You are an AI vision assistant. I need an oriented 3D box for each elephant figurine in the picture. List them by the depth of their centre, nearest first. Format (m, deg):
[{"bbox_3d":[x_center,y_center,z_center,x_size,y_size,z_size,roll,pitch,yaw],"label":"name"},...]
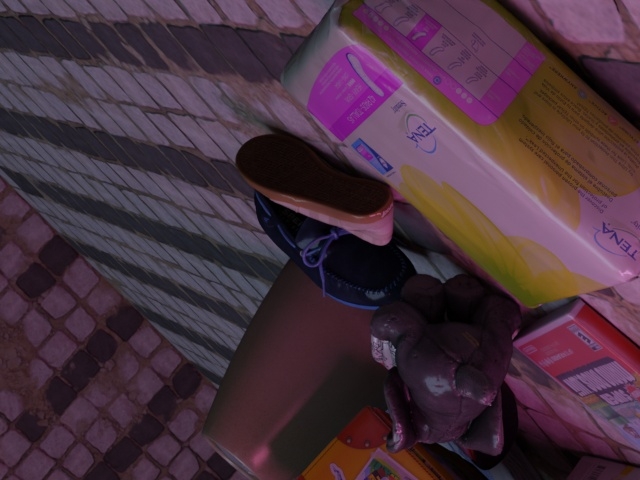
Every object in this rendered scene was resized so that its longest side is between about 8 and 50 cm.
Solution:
[{"bbox_3d":[0.135,0.168,1.506,0.169,0.186,0.239,24,131,23],"label":"elephant figurine"}]

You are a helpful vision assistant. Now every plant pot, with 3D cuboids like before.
[{"bbox_3d":[-0.034,0.209,1.952,0.256,0.274,0.256,38,166,12],"label":"plant pot"}]

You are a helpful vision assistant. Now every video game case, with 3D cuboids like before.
[{"bbox_3d":[0.335,0.174,1.411,0.285,0.025,0.204,40,165,2],"label":"video game case"}]

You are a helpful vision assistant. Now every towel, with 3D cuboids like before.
[{"bbox_3d":[0.195,0.302,2.056,0.285,0.034,0.209,15,151,42],"label":"towel"}]

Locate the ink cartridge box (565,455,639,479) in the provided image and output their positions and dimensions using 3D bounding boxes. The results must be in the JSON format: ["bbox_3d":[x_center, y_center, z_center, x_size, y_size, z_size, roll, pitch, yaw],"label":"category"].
[{"bbox_3d":[0.355,0.339,1.625,0.078,0.134,0.231,42,166,-14],"label":"ink cartridge box"}]

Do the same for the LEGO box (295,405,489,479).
[{"bbox_3d":[0.227,0.474,1.741,0.500,0.193,0.372,44,-176,34],"label":"LEGO box"}]

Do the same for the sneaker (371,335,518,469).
[{"bbox_3d":[0.154,0.176,1.753,0.145,0.090,0.270,29,158,42],"label":"sneaker"}]

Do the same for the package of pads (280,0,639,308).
[{"bbox_3d":[0.120,-0.081,1.051,0.296,0.101,0.229,41,167,-4],"label":"package of pads"}]

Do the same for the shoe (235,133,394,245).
[{"bbox_3d":[-0.007,-0.053,1.502,0.219,0.076,0.058,27,156,36],"label":"shoe"}]

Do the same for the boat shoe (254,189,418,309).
[{"bbox_3d":[0.000,0.000,1.588,0.258,0.109,0.089,25,156,40],"label":"boat shoe"}]
